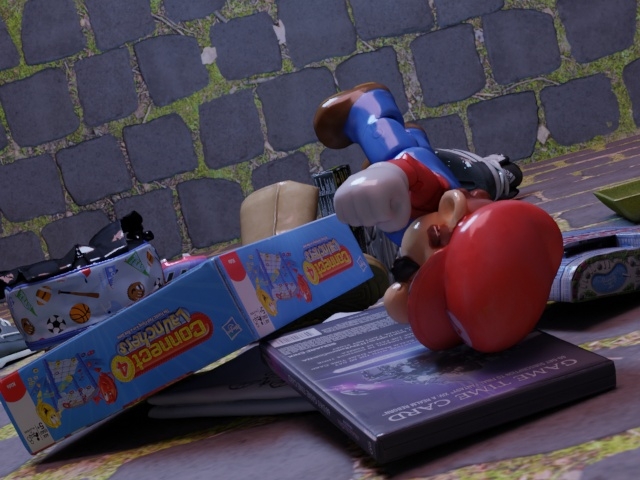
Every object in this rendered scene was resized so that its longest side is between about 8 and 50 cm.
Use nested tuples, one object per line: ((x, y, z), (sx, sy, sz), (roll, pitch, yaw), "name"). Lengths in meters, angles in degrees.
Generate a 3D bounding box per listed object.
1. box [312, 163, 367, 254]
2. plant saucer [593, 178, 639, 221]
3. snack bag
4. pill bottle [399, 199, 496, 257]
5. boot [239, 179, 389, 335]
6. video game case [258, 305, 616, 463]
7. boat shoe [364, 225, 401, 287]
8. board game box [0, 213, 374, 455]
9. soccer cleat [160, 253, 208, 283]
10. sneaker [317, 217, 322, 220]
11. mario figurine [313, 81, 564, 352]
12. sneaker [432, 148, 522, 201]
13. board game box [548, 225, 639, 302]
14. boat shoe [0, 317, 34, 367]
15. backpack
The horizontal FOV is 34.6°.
((0.041, -0.037, 1.845), (0.045, 0.191, 0.184), (-12, 6, 14), "box")
((0.521, -0.071, 1.546), (0.188, 0.045, 0.188), (-15, 5, 7), "plant saucer")
((0.038, 0.111, 1.086), (0.323, 0.037, 0.342), (-12, 6, 41), "snack bag")
((0.184, 0.008, 1.179), (0.112, 0.112, 0.186), (-12, -13, 35), "pill bottle")
((-0.020, 0.001, 1.473), (0.236, 0.089, 0.269), (-15, 36, 13), "boot")
((0.081, 0.100, 0.850), (0.196, 0.026, 0.274), (-14, 14, -18), "video game case")
((0.143, 0.009, 1.521), (0.130, 0.132, 0.355), (-7, 13, -6), "boat shoe")
((-0.134, 0.092, 1.106), (0.302, 0.086, 0.308), (-29, -3, 26), "board game box")
((-0.294, 0.102, 1.733), (0.248, 0.095, 0.083), (-24, -7, -9), "soccer cleat")
((0.000, 0.000, 2.019), (0.131, 0.112, 0.319), (-11, 5, 15), "sneaker")
((0.073, -0.008, 0.890), (0.198, 0.170, 0.320), (6, 29, -23), "mario figurine")
((0.337, -0.142, 2.203), (0.257, 0.169, 0.447), (-19, 3, -14), "sneaker")
((0.288, 0.021, 1.031), (0.194, 0.060, 0.194), (-7, 2, -30), "board game box")
((-0.613, 0.185, 1.953), (0.116, 0.099, 0.319), (-15, 5, 18), "boat shoe")
((-0.349, 0.091, 1.551), (0.276, 0.213, 0.263), (-24, 0, -13), "backpack")
